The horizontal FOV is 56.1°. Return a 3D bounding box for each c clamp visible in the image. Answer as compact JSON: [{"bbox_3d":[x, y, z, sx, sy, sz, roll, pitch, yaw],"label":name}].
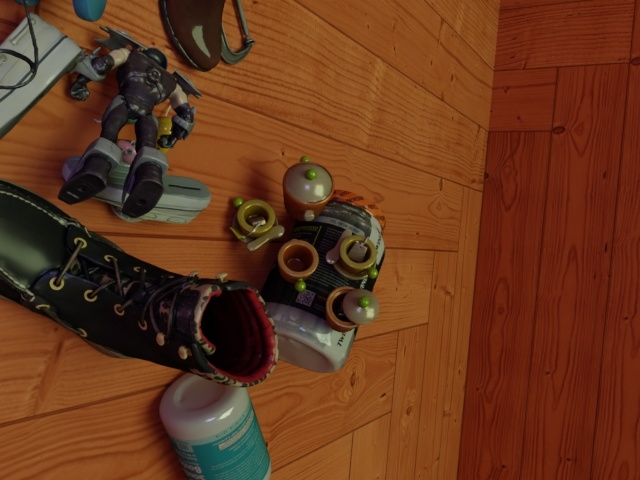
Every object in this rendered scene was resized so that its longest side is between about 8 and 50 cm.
[{"bbox_3d":[-0.150,-0.398,1.061,0.137,0.022,0.160,-40,127,-50],"label":"c clamp"}]

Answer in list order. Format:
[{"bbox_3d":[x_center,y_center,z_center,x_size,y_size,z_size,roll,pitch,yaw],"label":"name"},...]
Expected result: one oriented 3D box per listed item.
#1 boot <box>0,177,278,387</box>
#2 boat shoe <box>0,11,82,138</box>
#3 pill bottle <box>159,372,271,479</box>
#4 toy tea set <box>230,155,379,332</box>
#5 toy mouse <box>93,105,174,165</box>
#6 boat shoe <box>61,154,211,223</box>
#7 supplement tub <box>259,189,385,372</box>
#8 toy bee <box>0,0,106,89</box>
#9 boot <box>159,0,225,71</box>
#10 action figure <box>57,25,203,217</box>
[{"bbox_3d":[-0.238,0.061,0.731,0.138,0.284,0.377,-65,145,-28],"label":"boot"},{"bbox_3d":[-0.378,-0.163,0.673,0.084,0.095,0.258,42,47,-22],"label":"boat shoe"},{"bbox_3d":[-0.169,0.357,1.030,0.146,0.146,0.264,-45,131,-47],"label":"pill bottle"},{"bbox_3d":[0.000,0.000,1.065,0.200,0.336,0.124,-38,165,-24],"label":"toy tea set"},{"bbox_3d":[-0.269,-0.161,0.893,0.143,0.031,0.160,16,81,-59],"label":"toy mouse"},{"bbox_3d":[-0.265,-0.058,0.868,0.226,0.083,0.075,11,125,-42],"label":"boat shoe"},{"bbox_3d":[0.005,0.076,1.216,0.207,0.207,0.337,56,49,-47],"label":"supplement tub"},{"bbox_3d":[-0.282,-0.319,0.659,0.162,0.195,0.298,109,-29,-46],"label":"toy bee"},{"bbox_3d":[-0.106,-0.392,0.883,0.096,0.281,0.263,-23,114,-56],"label":"boot"},{"bbox_3d":[-0.254,-0.169,0.804,0.185,0.099,0.284,24,49,-27],"label":"action figure"}]
